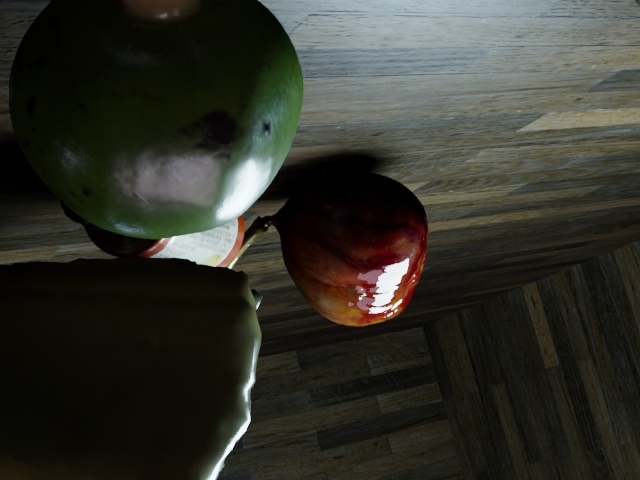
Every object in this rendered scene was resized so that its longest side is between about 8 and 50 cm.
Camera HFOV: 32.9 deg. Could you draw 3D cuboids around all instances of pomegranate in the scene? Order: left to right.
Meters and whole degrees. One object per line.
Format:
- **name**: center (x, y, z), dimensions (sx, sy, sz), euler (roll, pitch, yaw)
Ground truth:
- **pomegranate**: center (-0.101, -0.111, 0.673), dimensions (0.187, 0.187, 0.225), euler (-11, 139, -20)

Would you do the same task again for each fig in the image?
- **fig**: center (0.012, -0.010, 1.360), dimensions (0.250, 0.186, 0.203), euler (25, 152, 13)

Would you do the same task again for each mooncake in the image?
- **mooncake**: center (-0.184, 0.144, 1.067), dimensions (0.394, 0.246, 0.393), euler (-4, 166, 41)

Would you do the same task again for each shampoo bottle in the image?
- **shampoo bottle**: center (-0.173, -0.028, 1.115), dimensions (0.104, 0.104, 0.278), euler (-17, 168, 14)

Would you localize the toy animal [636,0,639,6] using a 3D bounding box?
- **toy animal**: center (0.370, -0.230, 0.888), dimensions (0.270, 0.082, 0.137), euler (-13, 172, -27)
